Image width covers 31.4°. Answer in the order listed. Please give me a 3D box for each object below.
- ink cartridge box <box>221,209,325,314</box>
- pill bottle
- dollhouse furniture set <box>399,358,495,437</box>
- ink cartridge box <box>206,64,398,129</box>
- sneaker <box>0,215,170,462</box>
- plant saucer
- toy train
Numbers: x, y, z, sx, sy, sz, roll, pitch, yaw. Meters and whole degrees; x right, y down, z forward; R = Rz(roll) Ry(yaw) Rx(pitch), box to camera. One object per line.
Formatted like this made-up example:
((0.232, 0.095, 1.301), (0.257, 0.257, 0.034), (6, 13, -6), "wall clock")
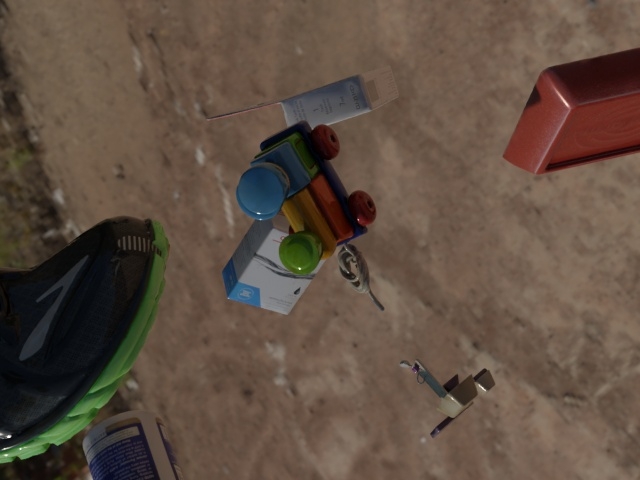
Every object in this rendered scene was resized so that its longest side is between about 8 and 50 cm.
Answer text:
((-0.053, 0.015, 1.629), (0.180, 0.104, 0.060), (-56, 31, 30), "ink cartridge box")
((-0.231, 0.325, 1.475), (0.112, 0.112, 0.187), (96, 154, -56), "pill bottle")
((0.130, 0.130, 1.153), (0.081, 0.091, 0.114), (49, 162, 13), "dollhouse furniture set")
((-0.020, -0.220, 1.894), (0.296, 0.261, 0.066), (-42, -64, -73), "ink cartridge box")
((-0.352, 0.100, 1.046), (0.202, 0.482, 0.185), (52, -160, -38), "sneaker")
((0.371, -0.157, 1.386), (0.259, 0.258, 0.048), (96, 160, -72), "plant saucer")
((0.000, 0.000, 1.274), (0.105, 0.143, 0.248), (-24, 102, 26), "toy train")
